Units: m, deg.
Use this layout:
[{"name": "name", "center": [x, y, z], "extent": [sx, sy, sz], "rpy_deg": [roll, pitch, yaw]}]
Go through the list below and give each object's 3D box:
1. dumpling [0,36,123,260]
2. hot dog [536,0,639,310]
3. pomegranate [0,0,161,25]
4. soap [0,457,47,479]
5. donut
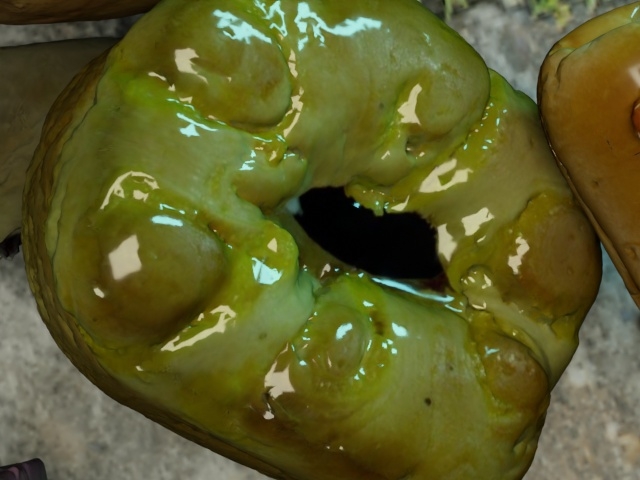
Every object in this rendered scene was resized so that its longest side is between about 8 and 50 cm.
[{"name": "dumpling", "center": [-0.213, -0.014, 0.810], "extent": [0.332, 0.086, 0.166], "rpy_deg": [-6, 56, 0]}, {"name": "hot dog", "center": [0.229, 0.026, 0.746], "extent": [0.158, 0.117, 0.349], "rpy_deg": [-35, 106, -12]}, {"name": "pomegranate", "center": [-0.101, -0.226, 0.727], "extent": [0.281, 0.281, 0.281], "rpy_deg": [0, 89, 0]}, {"name": "soap", "center": [-0.274, 0.180, 0.753], "extent": [0.324, 0.193, 0.109], "rpy_deg": [-13, 87, 1]}, {"name": "donut", "center": [0.000, 0.000, 0.749], "extent": [0.261, 0.128, 0.208], "rpy_deg": [36, 70, -25]}]
